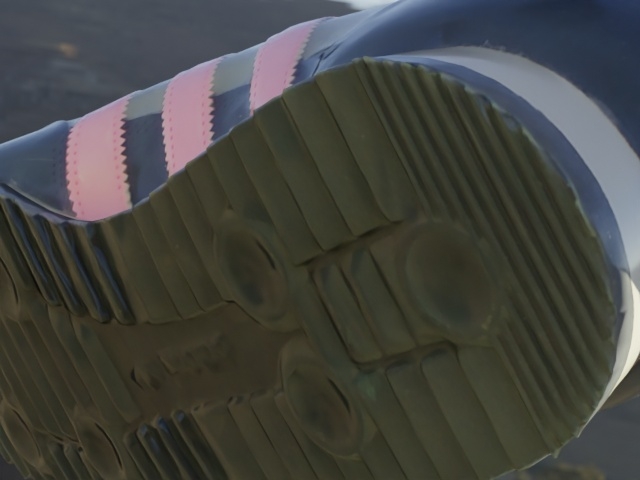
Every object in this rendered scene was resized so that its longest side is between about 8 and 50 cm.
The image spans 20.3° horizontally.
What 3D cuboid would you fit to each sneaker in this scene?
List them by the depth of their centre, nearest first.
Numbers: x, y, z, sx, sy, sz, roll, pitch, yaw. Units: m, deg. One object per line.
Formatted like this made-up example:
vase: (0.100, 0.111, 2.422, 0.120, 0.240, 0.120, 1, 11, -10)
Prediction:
sneaker: (0.000, 0.000, 0.460, 0.131, 0.112, 0.319, -30, 13, -33)
